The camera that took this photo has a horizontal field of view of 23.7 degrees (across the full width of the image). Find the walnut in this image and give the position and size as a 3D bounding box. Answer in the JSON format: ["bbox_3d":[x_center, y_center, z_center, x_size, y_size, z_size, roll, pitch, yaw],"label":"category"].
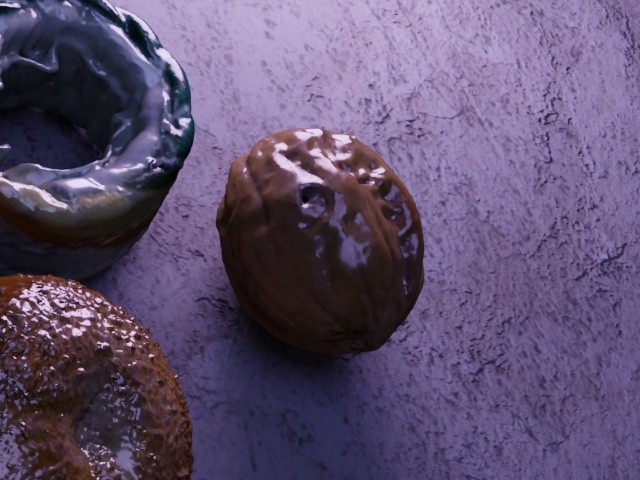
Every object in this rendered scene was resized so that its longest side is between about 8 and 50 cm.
[{"bbox_3d":[0.000,0.000,1.473,0.198,0.198,0.245,-15,66,-33],"label":"walnut"}]

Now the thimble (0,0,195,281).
[{"bbox_3d":[-0.260,-0.094,1.415,0.254,0.167,0.288,40,49,3],"label":"thimble"}]

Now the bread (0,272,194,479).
[{"bbox_3d":[-0.222,0.170,1.237,0.305,0.159,0.305,23,56,-40],"label":"bread"}]
